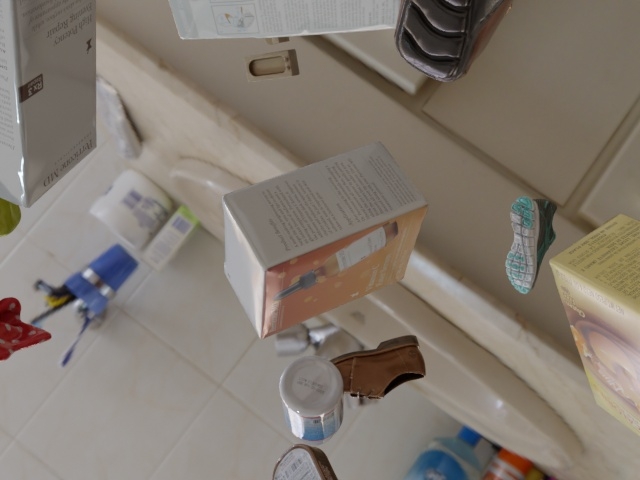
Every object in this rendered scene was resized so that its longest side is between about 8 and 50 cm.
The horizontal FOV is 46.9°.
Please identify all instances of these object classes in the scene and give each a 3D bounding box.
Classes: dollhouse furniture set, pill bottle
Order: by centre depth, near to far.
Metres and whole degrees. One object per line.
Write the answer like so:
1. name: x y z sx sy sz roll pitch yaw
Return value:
1. pill bottle: -0.010 0.233 1.045 0.087 0.087 0.160 33 153 21
2. dollhouse furniture set: -0.143 -0.375 1.399 0.144 0.123 0.151 2 109 37

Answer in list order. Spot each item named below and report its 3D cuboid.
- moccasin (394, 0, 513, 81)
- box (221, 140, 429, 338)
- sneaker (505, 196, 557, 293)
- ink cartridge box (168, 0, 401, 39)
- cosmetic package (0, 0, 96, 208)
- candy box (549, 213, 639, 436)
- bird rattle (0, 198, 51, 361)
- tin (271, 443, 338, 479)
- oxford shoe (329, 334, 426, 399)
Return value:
1. moccasin: 0.173 -0.309 0.687 0.139 0.147 0.380 30 156 14
2. box: 0.000 0.000 0.716 0.091 0.171 0.130 57 157 28
3. sneaker: 0.351 0.007 1.197 0.065 0.076 0.166 36 130 55
4. ink cartridge box: -0.060 -0.462 1.158 0.385 0.091 0.308 -2 150 3
5. cosmetic package: -0.256 -0.154 0.635 0.086 0.117 0.231 22 134 8
6. candy box: 0.316 0.117 0.532 0.182 0.088 0.316 62 170 -28
7. bird rattle: -0.410 0.037 0.770 0.143 0.253 0.207 -17 161 26
8. tin: -0.018 0.403 1.152 0.040 0.106 0.189 27 -163 -36
9. oxford shoe: 0.060 0.213 1.131 0.076 0.212 0.076 71 180 -62
